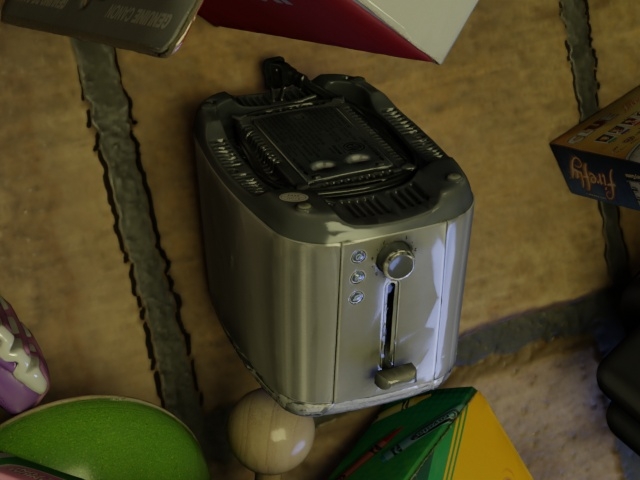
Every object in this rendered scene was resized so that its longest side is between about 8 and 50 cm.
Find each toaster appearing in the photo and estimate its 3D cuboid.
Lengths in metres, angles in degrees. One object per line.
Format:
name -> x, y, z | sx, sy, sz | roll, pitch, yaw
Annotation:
toaster -> 0.000, 0.000, 1.168 | 0.129, 0.227, 0.146 | -11, 120, -21

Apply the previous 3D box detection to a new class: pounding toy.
pounding toy -> -0.108, 0.189, 1.159 | 0.237, 0.110, 0.183 | -10, 128, -23

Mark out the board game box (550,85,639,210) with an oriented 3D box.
board game box -> 0.290, -0.097, 1.289 | 0.243, 0.165, 0.042 | -32, 110, -15

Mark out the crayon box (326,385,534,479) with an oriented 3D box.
crayon box -> 0.097, 0.252, 1.275 | 0.165, 0.081, 0.278 | -49, 116, -38

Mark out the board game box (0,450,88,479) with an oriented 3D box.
board game box -> -0.242, 0.220, 1.080 | 0.316, 0.064, 0.242 | 17, 92, 7

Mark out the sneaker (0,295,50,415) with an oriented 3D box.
sneaker -> -0.262, 0.037, 1.117 | 0.236, 0.095, 0.104 | 36, 91, -20

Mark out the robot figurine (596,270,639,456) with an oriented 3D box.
robot figurine -> 0.310, 0.041, 1.320 | 0.278, 0.209, 0.173 | -41, 95, -12

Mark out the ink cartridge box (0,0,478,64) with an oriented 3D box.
ink cartridge box -> -0.018, -0.192, 1.060 | 0.130, 0.309, 0.272 | 32, 86, -25
